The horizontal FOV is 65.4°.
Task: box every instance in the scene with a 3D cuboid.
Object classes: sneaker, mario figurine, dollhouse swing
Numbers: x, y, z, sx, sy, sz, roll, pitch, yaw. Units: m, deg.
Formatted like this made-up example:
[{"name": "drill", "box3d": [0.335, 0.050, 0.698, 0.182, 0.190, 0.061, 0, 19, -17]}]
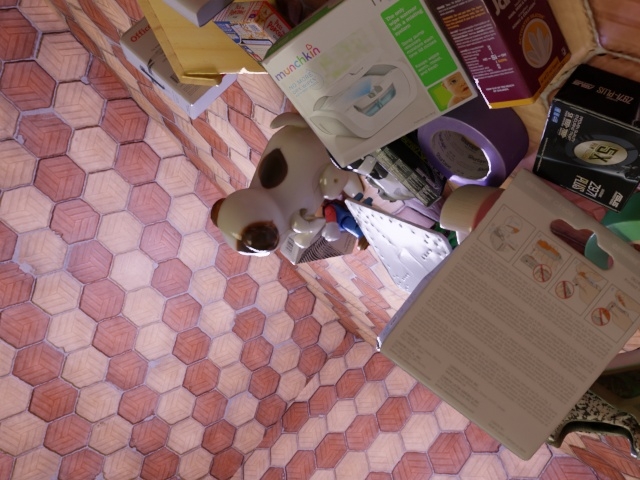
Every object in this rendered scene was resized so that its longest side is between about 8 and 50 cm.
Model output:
[{"name": "sneaker", "box3d": [0.148, -0.191, 1.149, 0.146, 0.122, 0.331, 3, 163, 45]}, {"name": "mario figurine", "box3d": [0.038, -0.067, 1.705, 0.321, 0.170, 0.198, 36, 166, 15]}, {"name": "sneaker", "box3d": [0.562, 0.288, 0.855, 0.411, 0.182, 0.158, -13, 135, 26]}, {"name": "dollhouse swing", "box3d": [-0.252, -0.583, 1.176, 0.346, 0.305, 0.314, 73, -173, -64]}]

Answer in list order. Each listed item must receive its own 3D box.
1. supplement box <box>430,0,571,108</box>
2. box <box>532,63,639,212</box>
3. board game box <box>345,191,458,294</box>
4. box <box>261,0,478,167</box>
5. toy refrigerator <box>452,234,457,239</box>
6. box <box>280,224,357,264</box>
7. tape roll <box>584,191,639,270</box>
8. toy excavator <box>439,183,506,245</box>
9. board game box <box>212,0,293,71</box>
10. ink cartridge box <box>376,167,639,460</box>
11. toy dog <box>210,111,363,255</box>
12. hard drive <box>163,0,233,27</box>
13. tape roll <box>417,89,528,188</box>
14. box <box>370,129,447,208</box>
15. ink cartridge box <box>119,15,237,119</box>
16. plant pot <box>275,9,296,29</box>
[{"name": "supplement box", "box3d": [0.248, -0.289, 0.679, 0.188, 0.104, 0.081, 49, 163, -27]}, {"name": "box", "box3d": [0.412, -0.145, 0.733, 0.147, 0.077, 0.180, 33, 163, 26]}, {"name": "board game box", "box3d": [0.272, 0.057, 1.355, 0.390, 0.050, 0.389, 29, 157, 53]}, {"name": "box", "box3d": [0.084, -0.289, 0.813, 0.262, 0.126, 0.231, -24, 122, 30]}, {"name": "toy refrigerator", "box3d": [0.382, 0.055, 1.334, 0.102, 0.094, 0.269, 37, 165, 16]}, {"name": "box", "box3d": [0.000, 0.000, 1.764, 0.094, 0.275, 0.113, 41, 127, 39]}, {"name": "tape roll", "box3d": [0.609, 0.054, 0.809, 0.321, 0.077, 0.321, 39, 165, 13]}, {"name": "toy excavator", "box3d": [0.404, 0.117, 1.018, 0.446, 0.432, 0.222, 1, -168, -36]}, {"name": "board game box", "box3d": [-0.092, -0.372, 0.957, 0.147, 0.045, 0.193, 26, 174, 44]}, {"name": "ink cartridge box", "box3d": [0.331, 0.122, 0.843, 0.308, 0.385, 0.091, 37, -177, 2]}, {"name": "toy dog", "box3d": [-0.112, -0.124, 1.445, 0.285, 0.408, 0.395, 34, 164, 22]}, {"name": "hard drive", "box3d": [-0.275, -0.570, 0.928, 0.353, 0.233, 0.047, 38, 163, 11]}, {"name": "tape roll", "box3d": [0.283, -0.185, 0.935, 0.189, 0.080, 0.189, 39, 165, 12]}, {"name": "box", "box3d": [0.183, -0.178, 1.033, 0.191, 0.184, 0.045, 43, 123, -4]}, {"name": "ink cartridge box", "box3d": [-0.404, -0.524, 1.446, 0.273, 0.197, 0.114, 42, 165, -3]}, {"name": "plant pot", "box3d": [-0.113, -0.446, 1.066, 0.081, 0.081, 0.083, -20, 133, 40]}]
